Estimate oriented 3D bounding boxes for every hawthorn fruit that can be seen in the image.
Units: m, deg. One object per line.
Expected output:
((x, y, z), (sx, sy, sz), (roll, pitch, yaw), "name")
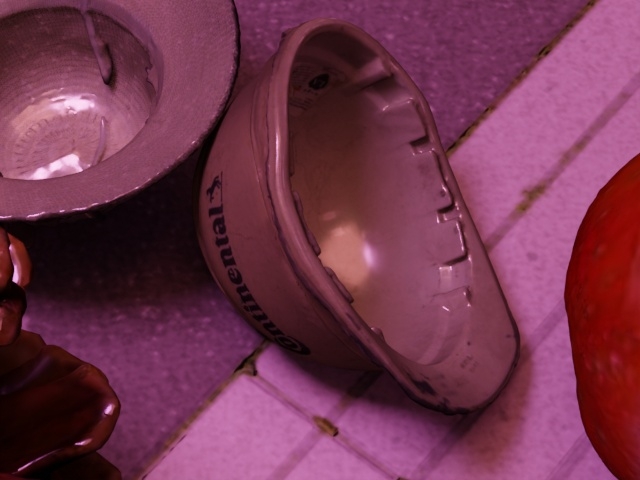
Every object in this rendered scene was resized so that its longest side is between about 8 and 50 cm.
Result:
((0.279, 0.043, 1.163), (0.284, 0.284, 0.284), (3, 56, -4), "hawthorn fruit")

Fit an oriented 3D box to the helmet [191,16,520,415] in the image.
((-0.001, 0.005, 1.239), (0.204, 0.137, 0.257), (-15, 82, -57), "helmet")

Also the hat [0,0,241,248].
((-0.171, -0.087, 1.282), (0.257, 0.130, 0.257), (-2, 59, 4), "hat")

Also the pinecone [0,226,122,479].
((-0.266, 0.120, 0.999), (0.384, 0.384, 0.384), (3, 56, -4), "pinecone")
